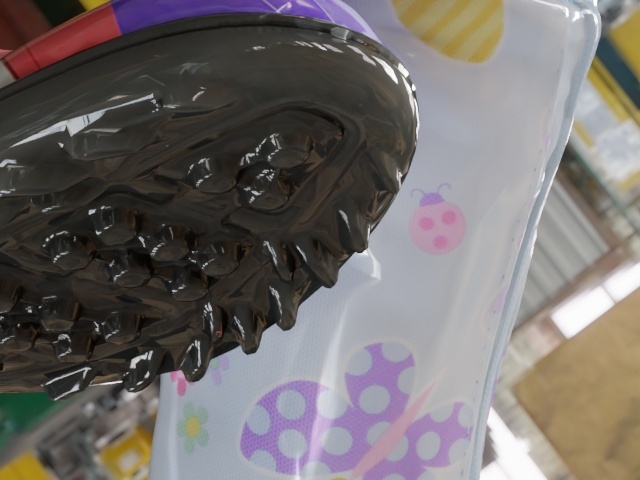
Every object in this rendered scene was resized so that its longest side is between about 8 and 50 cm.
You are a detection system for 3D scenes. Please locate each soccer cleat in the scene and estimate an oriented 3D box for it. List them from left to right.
[{"bbox_3d":[-0.096,-0.010,0.435,0.108,0.116,0.318,18,150,-32],"label":"soccer cleat"}]

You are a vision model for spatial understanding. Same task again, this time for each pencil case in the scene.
[{"bbox_3d":[0.009,0.034,0.509,0.124,0.273,0.113,18,-163,38],"label":"pencil case"}]
